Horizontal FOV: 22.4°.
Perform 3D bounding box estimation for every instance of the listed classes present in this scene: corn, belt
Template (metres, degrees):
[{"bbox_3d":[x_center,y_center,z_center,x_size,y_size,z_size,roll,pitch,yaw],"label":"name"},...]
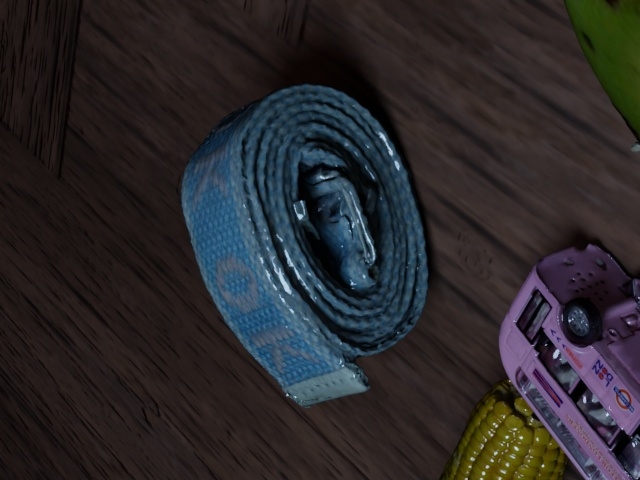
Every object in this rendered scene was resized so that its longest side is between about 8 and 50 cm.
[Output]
[{"bbox_3d":[0.095,0.163,0.954,0.068,0.068,0.207,44,133,34],"label":"corn"},{"bbox_3d":[-0.003,-0.008,0.960,0.082,0.147,0.163,-18,117,51],"label":"belt"}]

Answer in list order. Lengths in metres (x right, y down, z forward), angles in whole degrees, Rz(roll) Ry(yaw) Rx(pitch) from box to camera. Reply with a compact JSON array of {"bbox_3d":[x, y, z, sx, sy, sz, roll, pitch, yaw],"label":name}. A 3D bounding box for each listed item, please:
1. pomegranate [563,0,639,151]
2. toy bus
[{"bbox_3d":[0.201,-0.094,0.571,0.254,0.270,0.254,39,158,19],"label":"pomegranate"},{"bbox_3d":[0.173,0.097,0.837,0.203,0.063,0.090,54,142,28],"label":"toy bus"}]
